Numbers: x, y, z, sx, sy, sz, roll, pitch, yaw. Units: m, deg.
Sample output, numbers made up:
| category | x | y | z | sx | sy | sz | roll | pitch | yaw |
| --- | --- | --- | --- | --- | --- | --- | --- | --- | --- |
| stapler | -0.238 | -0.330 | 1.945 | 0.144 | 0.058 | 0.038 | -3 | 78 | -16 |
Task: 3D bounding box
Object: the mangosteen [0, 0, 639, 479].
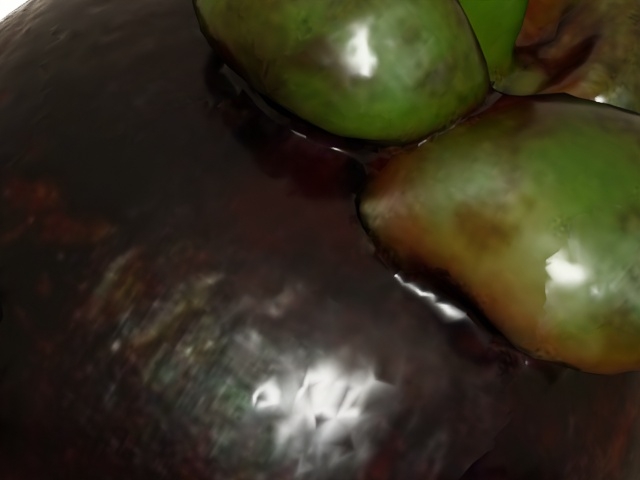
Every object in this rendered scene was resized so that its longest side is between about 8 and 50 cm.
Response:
| category | x | y | z | sx | sy | sz | roll | pitch | yaw |
| --- | --- | --- | --- | --- | --- | --- | --- | --- | --- |
| mangosteen | -0.011 | 0.016 | 0.475 | 0.311 | 0.311 | 0.311 | 12 | 2 | 0 |
